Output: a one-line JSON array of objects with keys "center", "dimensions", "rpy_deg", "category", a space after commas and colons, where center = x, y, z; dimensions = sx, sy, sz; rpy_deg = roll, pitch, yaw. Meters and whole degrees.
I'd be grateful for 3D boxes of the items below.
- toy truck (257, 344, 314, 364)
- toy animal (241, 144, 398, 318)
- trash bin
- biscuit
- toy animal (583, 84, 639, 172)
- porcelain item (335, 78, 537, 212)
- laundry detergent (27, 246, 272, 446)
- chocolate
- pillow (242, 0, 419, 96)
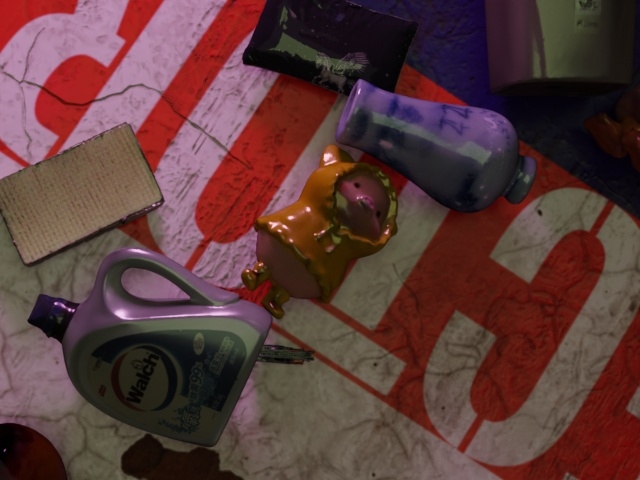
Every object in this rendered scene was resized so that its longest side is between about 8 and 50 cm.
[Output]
[{"center": [-0.050, 0.148, 1.676], "dimensions": [0.083, 0.032, 0.024], "rpy_deg": [6, 79, -8], "category": "toy truck"}, {"center": [-0.003, -0.004, 1.652], "dimensions": [0.230, 0.156, 0.156], "rpy_deg": [-43, 91, -20], "category": "toy animal"}, {"center": [0.311, -0.320, 1.692], "dimensions": [0.220, 0.219, 0.250], "rpy_deg": [0, 91, -6], "category": "trash bin"}, {"center": [-0.312, -0.058, 1.660], "dimensions": [0.199, 0.040, 0.121], "rpy_deg": [-25, 85, -11], "category": "biscuit"}, {"center": [0.516, -0.175, 1.725], "dimensions": [0.281, 0.195, 0.169], "rpy_deg": [-38, 129, -6], "category": "toy animal"}, {"center": [0.153, -0.123, 1.673], "dimensions": [0.259, 0.141, 0.141], "rpy_deg": [23, 81, -7], "category": "porcelain item"}, {"center": [-0.221, 0.120, 1.604], "dimensions": [0.281, 0.105, 0.214], "rpy_deg": [25, 104, -2], "category": "laundry detergent"}, {"center": [-0.381, 0.315, 1.563], "dimensions": [0.177, 0.177, 0.176], "rpy_deg": [1, 84, -7], "category": "chocolate"}, {"center": [0.014, -0.263, 1.716], "dimensions": [0.208, 0.055, 0.141], "rpy_deg": [21, 83, -7], "category": "pillow"}]
